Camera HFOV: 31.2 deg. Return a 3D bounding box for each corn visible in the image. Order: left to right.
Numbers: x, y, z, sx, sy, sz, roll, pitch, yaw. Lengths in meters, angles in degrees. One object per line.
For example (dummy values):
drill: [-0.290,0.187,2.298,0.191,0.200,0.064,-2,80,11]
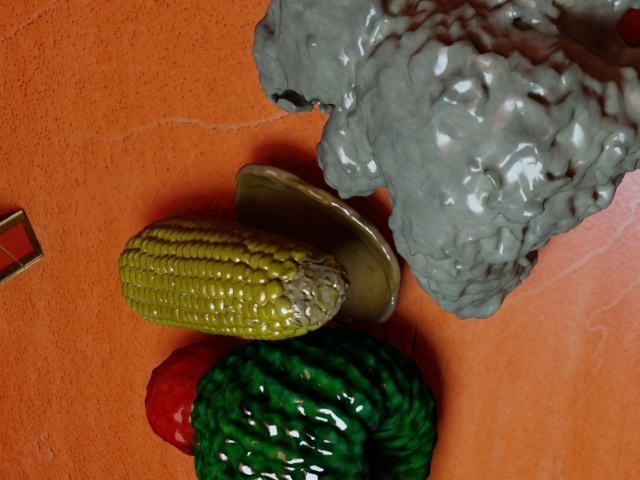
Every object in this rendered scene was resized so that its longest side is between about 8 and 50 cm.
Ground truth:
corn: [-0.099,0.035,1.133,0.321,0.119,0.119,2,116,48]

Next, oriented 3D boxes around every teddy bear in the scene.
teddy bear: [0.106,-0.147,0.941,0.368,0.224,0.357,56,130,14]

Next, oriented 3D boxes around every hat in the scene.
hat: [-0.064,0.196,1.171,0.332,0.242,0.274,21,106,35]

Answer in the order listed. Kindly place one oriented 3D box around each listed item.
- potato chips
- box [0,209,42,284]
potato chips: [0.000,0.000,1.131,0.201,0.049,0.150,36,143,19]
box: [-0.451,0.050,1.297,0.153,0.240,0.074,-15,105,34]
